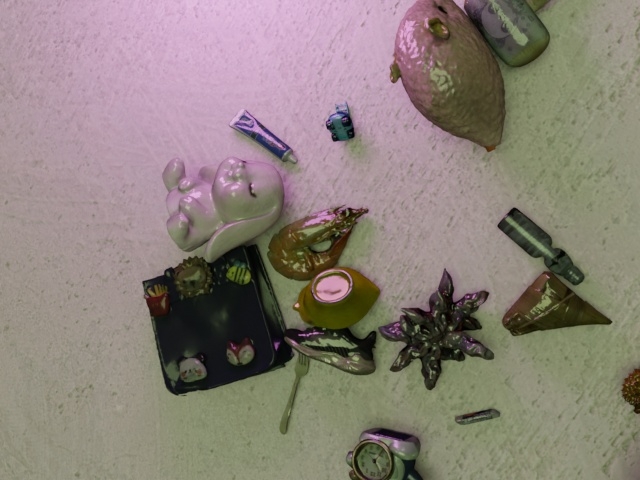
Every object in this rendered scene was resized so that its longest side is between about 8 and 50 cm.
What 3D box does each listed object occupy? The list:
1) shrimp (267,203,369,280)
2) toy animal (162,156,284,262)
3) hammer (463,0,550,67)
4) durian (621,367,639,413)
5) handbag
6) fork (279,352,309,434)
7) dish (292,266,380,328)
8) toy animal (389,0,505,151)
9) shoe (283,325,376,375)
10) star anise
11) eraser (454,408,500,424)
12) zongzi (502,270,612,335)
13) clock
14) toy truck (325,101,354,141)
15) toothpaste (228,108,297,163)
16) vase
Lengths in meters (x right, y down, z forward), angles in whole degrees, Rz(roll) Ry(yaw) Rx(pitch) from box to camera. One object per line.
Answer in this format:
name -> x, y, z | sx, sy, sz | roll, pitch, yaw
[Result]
shrimp -> 0.000, 0.000, 1.736 | 0.267, 0.061, 0.145 | -33, 94, 10
toy animal -> -0.211, -0.095, 1.732 | 0.265, 0.206, 0.271 | -21, 51, 5
hammer -> 0.469, -0.517, 1.559 | 0.305, 0.113, 0.202 | -36, 85, 7
durian -> 0.701, 0.317, 1.503 | 0.168, 0.137, 0.158 | -24, 103, 3
handbag -> -0.257, 0.186, 1.792 | 0.304, 0.122, 0.329 | -19, 85, 17
fork -> -0.062, 0.366, 1.789 | 0.034, 0.028, 0.219 | 17, 101, 15
dish -> 0.028, 0.119, 1.687 | 0.208, 0.080, 0.148 | -13, 57, 7
toy animal -> 0.264, -0.342, 1.552 | 0.188, 0.227, 0.358 | -37, 79, 42
shoe -> 0.031, 0.230, 1.722 | 0.228, 0.099, 0.112 | 21, 91, 11
star anise -> 0.252, 0.202, 1.642 | 0.283, 0.129, 0.212 | -36, 99, 19
eraser -> 0.348, 0.392, 1.661 | 0.099, 0.027, 0.019 | -18, 95, 17
zongzi -> 0.495, 0.172, 1.588 | 0.176, 0.078, 0.160 | 40, 109, 3
clock -> 0.154, 0.553, 1.668 | 0.200, 0.146, 0.243 | 5, 89, 22
toy truck -> 0.048, -0.274, 1.710 | 0.056, 0.090, 0.073 | -10, 134, 17
toothpaste -> -0.131, -0.242, 1.779 | 0.197, 0.035, 0.057 | 38, 86, 14
vase -> 0.475, 0.017, 1.592 | 0.211, 0.060, 0.060 | 42, 103, 10
